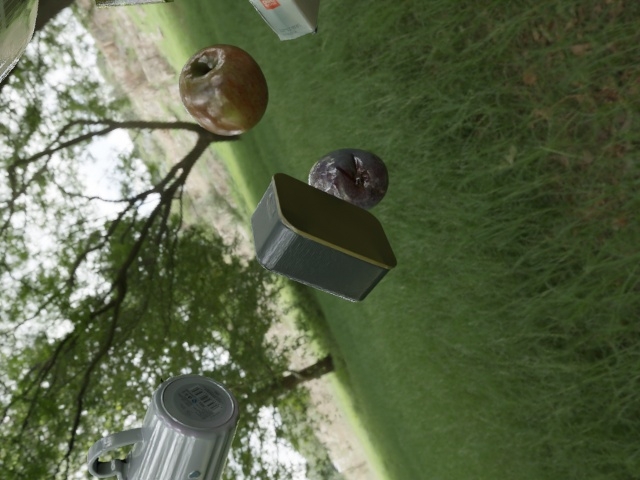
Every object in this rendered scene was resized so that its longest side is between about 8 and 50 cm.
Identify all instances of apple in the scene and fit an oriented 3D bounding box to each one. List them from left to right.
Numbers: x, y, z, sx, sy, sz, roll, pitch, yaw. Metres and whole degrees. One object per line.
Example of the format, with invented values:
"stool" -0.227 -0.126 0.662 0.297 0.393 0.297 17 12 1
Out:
"apple" -0.207 -0.324 1.228 0.174 0.188 0.188 55 -173 -50

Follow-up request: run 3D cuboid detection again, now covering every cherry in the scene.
"cherry" 0.053 -0.126 1.196 0.176 0.176 0.140 -130 31 -76

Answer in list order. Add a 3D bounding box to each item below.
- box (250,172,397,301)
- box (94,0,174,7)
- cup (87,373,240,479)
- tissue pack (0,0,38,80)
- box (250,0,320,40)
"box" 0.000 0.000 0.832 0.200 0.090 0.145 22 -150 -28
"box" -0.389 -0.620 1.081 0.043 0.172 0.312 -51 -39 -58
"cup" -0.248 0.352 0.935 0.166 0.221 0.202 34 115 28
"tissue pack" -0.279 -0.149 0.396 0.092 0.183 0.226 39 158 -23
"box" -0.054 -0.516 1.030 0.135 0.079 0.270 37 -124 -54
